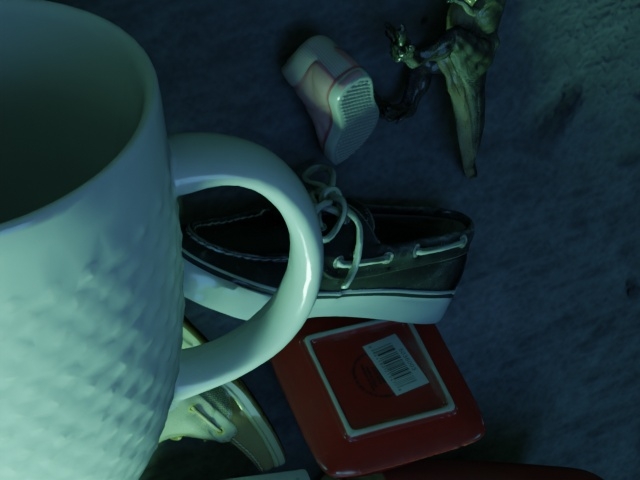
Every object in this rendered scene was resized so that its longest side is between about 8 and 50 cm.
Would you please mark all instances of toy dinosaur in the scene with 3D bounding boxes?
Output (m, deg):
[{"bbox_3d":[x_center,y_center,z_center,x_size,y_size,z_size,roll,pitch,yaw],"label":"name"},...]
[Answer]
[{"bbox_3d":[0.098,-0.145,1.457,0.118,0.064,0.268,-19,130,-28],"label":"toy dinosaur"}]

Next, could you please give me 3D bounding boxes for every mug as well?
[{"bbox_3d":[-0.180,0.034,1.245,0.374,0.276,0.328,-11,130,-8],"label":"mug"}]

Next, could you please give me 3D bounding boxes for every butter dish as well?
[{"bbox_3d":[0.036,0.144,1.561,0.160,0.160,0.118,-13,147,-23],"label":"butter dish"}]

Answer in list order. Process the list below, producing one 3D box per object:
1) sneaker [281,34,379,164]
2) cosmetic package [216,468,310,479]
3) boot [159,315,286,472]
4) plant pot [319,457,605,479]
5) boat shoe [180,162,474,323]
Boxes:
[{"bbox_3d":[0.006,-0.116,1.432,0.051,0.070,0.134,-39,161,-15],"label":"sneaker"},{"bbox_3d":[-0.082,0.311,1.535,0.151,0.151,0.184,-4,143,-29],"label":"cosmetic package"},{"bbox_3d":[-0.138,0.156,1.491,0.165,0.077,0.213,-41,126,-3],"label":"boot"},{"bbox_3d":[0.115,0.315,1.637,0.243,0.275,0.275,16,110,-26],"label":"plant pot"},{"bbox_3d":[0.002,0.002,1.453,0.306,0.113,0.105,8,116,-35],"label":"boat shoe"}]
